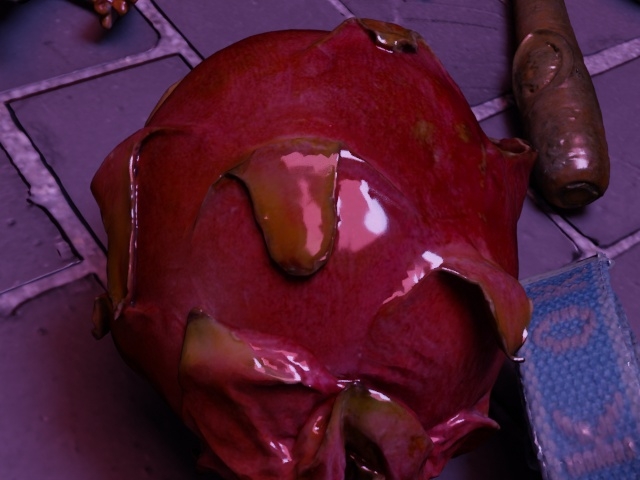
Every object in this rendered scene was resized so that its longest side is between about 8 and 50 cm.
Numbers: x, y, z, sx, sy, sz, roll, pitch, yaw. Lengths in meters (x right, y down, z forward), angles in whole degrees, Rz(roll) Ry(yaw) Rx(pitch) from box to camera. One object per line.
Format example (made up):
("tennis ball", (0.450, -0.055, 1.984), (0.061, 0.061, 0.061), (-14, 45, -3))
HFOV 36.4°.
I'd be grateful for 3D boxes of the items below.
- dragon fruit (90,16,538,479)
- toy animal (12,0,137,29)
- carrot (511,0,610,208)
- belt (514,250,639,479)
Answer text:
("dragon fruit", (0.000, -0.002, 0.548), (0.250, 0.250, 0.315), (21, 31, 2))
("toy animal", (-0.266, -0.268, 0.796), (0.302, 0.225, 0.284), (34, 28, -2))
("carrot", (0.196, -0.163, 0.847), (0.070, 0.070, 0.342), (10, 47, -8))
("belt", (0.155, 0.103, 0.555), (0.082, 0.148, 0.163), (-16, 15, 17))
